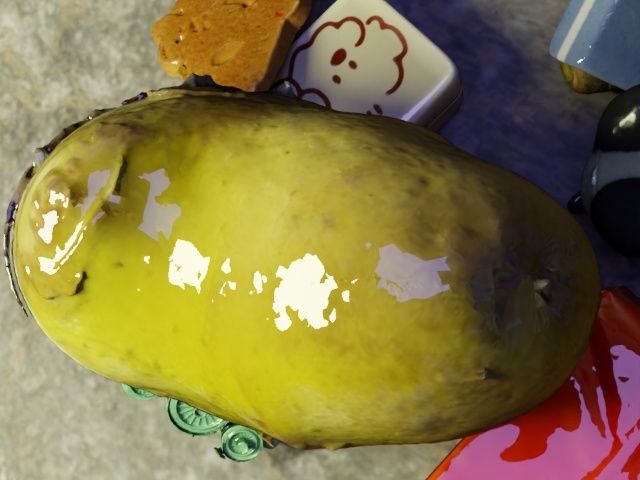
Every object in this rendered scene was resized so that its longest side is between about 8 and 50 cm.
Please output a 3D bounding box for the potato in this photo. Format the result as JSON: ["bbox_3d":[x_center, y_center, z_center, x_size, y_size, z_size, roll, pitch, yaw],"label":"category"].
[{"bbox_3d":[0.000,0.000,0.788,0.397,0.296,0.290,30,74,-17],"label":"potato"}]

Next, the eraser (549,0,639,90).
[{"bbox_3d":[0.311,-0.149,0.936,0.225,0.036,0.082,21,106,-11],"label":"eraser"}]

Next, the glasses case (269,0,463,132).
[{"bbox_3d":[-0.030,-0.071,1.013,0.336,0.076,0.144,-45,73,-2],"label":"glasses case"}]

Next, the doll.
[{"bbox_3d":[0.329,-0.041,0.909,0.234,0.135,0.143,6,76,8],"label":"doll"}]

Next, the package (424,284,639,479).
[{"bbox_3d":[0.178,0.232,0.876,0.423,0.123,0.196,-45,71,-4],"label":"package"}]

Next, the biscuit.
[{"bbox_3d":[-0.078,-0.206,1.031,0.183,0.043,0.280,-22,52,21],"label":"biscuit"}]

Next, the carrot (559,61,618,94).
[{"bbox_3d":[0.378,-0.206,0.974,0.342,0.070,0.070,-20,74,4],"label":"carrot"}]

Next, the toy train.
[{"bbox_3d":[-0.090,0.115,0.942,0.178,0.071,0.104,36,108,-22],"label":"toy train"}]
